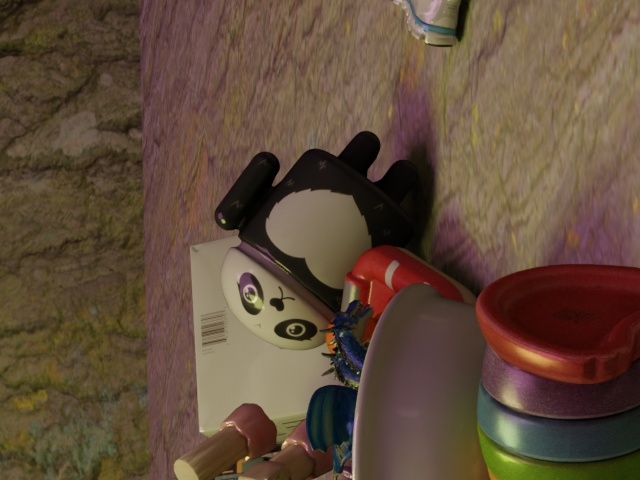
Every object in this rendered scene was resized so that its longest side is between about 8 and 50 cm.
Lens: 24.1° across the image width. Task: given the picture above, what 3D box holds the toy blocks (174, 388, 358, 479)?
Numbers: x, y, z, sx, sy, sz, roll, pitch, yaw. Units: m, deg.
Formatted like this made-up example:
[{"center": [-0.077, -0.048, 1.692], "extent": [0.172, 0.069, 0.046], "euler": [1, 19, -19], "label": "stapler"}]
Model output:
[{"center": [0.049, 0.319, 1.711], "extent": [0.309, 0.260, 0.288], "euler": [2, 114, 45], "label": "toy blocks"}]

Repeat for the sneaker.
[{"center": [0.124, -0.303, 1.754], "extent": [0.190, 0.071, 0.083], "euler": [59, 138, 49], "label": "sneaker"}]

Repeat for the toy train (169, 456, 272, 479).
[{"center": [-0.115, 0.426, 1.902], "extent": [0.142, 0.190, 0.333], "euler": [41, -137, -52], "label": "toy train"}]

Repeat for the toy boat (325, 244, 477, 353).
[{"center": [0.075, 0.103, 1.643], "extent": [0.231, 0.151, 0.151], "euler": [33, 122, 51], "label": "toy boat"}]

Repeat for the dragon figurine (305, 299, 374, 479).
[{"center": [0.039, 0.190, 1.472], "extent": [0.085, 0.144, 0.289], "euler": [63, -144, -46], "label": "dragon figurine"}]

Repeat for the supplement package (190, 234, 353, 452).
[{"center": [-0.047, 0.129, 1.957], "extent": [0.145, 0.204, 0.261], "euler": [49, -148, -60], "label": "supplement package"}]

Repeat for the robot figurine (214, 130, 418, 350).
[{"center": [0.002, 0.001, 1.809], "extent": [0.209, 0.173, 0.278], "euler": [34, 84, 41], "label": "robot figurine"}]

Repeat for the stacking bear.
[{"center": [0.209, 0.179, 1.202], "extent": [0.164, 0.175, 0.289], "euler": [16, 119, 44], "label": "stacking bear"}]

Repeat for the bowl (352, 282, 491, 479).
[{"center": [0.143, 0.188, 1.364], "extent": [0.298, 0.134, 0.297], "euler": [2, -90, -67], "label": "bowl"}]
